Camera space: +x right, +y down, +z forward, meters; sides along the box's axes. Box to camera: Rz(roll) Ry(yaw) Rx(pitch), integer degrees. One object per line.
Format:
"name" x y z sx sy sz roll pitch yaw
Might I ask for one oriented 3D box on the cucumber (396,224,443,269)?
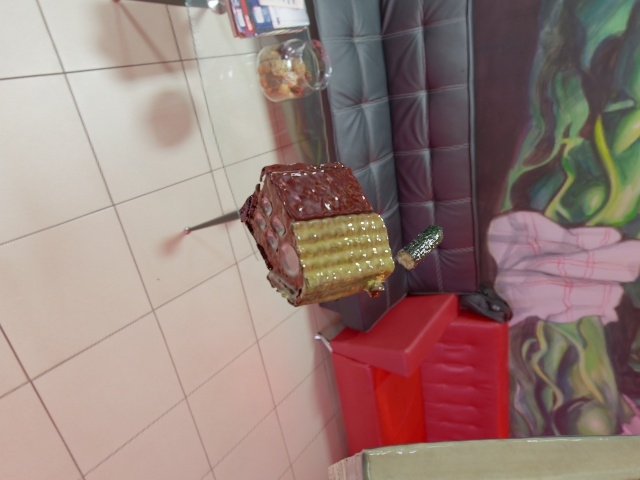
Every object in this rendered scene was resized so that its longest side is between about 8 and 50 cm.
"cucumber" 0.248 0.012 1.000 0.187 0.058 0.058 -32 121 -48

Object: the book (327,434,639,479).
"book" 0.167 0.262 0.474 0.428 0.299 0.039 93 -5 -60

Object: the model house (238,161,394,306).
"model house" 0.000 0.000 0.720 0.195 0.254 0.160 -9 145 -34
